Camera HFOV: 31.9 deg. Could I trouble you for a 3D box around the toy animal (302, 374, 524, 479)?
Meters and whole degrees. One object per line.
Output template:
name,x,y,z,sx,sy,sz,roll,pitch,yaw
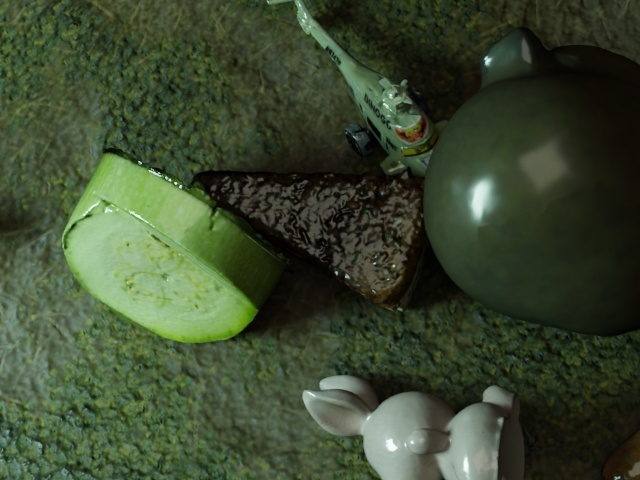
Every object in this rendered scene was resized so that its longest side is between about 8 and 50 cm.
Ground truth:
toy animal,0.086,0.193,1.063,0.212,0.124,0.124,6,73,28

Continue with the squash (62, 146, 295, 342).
squash,-0.141,0.011,1.071,0.220,0.220,0.133,29,74,12

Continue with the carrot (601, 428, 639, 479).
carrot,0.373,0.171,1.068,0.247,0.059,0.059,-30,73,-7

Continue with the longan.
longan,0.227,-0.052,1.037,0.243,0.300,0.300,-21,67,42

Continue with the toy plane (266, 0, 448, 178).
toy plane,0.046,-0.165,1.173,0.092,0.108,0.286,-34,61,-6

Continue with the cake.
cake,-0.011,0.005,1.118,0.245,0.112,0.135,0,76,5
